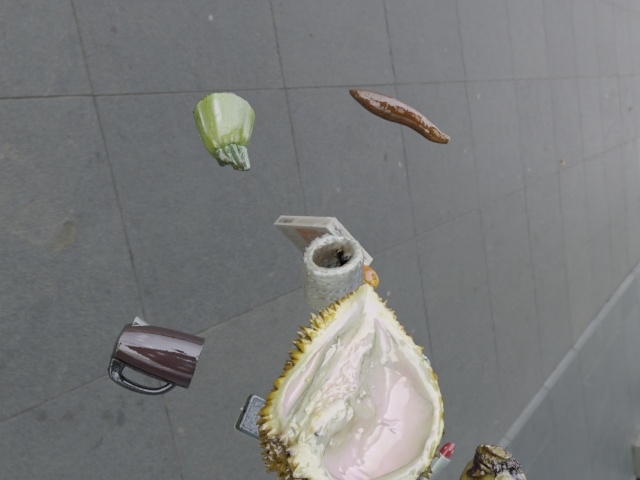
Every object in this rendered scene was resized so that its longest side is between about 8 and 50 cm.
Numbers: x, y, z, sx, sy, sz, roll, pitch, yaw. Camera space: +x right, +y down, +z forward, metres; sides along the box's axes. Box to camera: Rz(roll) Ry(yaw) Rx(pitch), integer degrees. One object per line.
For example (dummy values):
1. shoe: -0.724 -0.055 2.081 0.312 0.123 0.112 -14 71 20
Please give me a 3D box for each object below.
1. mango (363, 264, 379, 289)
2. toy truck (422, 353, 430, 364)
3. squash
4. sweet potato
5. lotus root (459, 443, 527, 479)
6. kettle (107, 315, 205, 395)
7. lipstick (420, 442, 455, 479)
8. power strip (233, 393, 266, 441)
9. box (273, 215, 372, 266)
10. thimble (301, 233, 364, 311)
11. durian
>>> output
1. mango: 0.088 0.081 1.140 0.046 0.089 0.060 -1 105 -43
2. toy truck: 0.171 0.263 1.100 0.077 0.111 0.076 -48 151 -52
3. squash: -0.155 -0.160 0.861 0.105 0.105 0.132 31 39 -43
4. sweet potato: 0.187 -0.299 1.242 0.264 0.057 0.057 24 63 2
5. lotus root: 0.379 0.593 1.163 0.141 0.169 0.314 6 97 -9
6. kettle: -0.467 0.333 1.489 0.232 0.144 0.202 19 93 -9
7. lipstick: 0.293 0.603 1.381 0.186 0.063 0.057 -51 150 0
8. power strip: -0.115 0.520 1.465 0.256 0.070 0.105 30 60 -13
9. box: 0.000 0.001 1.770 0.204 0.365 0.051 47 70 -24
10. thimble: 0.021 0.053 0.877 0.115 0.102 0.090 -74 166 -54
11. durian: 0.030 0.189 0.581 0.183 0.138 0.250 32 42 -6
